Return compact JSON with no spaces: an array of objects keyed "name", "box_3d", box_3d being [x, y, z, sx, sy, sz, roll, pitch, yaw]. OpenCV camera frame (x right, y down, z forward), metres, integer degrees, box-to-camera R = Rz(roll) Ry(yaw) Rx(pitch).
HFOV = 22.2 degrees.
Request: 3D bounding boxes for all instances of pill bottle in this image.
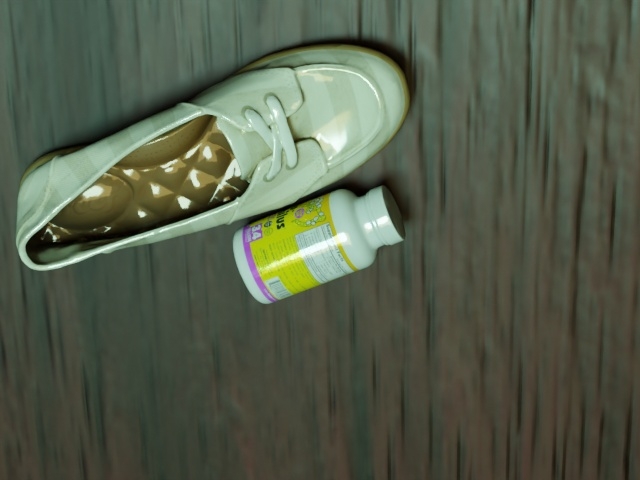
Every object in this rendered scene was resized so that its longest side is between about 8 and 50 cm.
[{"name":"pill bottle","box_3d":[0.000,0.000,0.844,0.083,0.043,0.043,-21,111,14]}]

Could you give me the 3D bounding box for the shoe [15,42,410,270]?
[{"name":"shoe","box_3d":[-0.057,-0.036,0.825,0.219,0.058,0.076,-20,112,15]}]
